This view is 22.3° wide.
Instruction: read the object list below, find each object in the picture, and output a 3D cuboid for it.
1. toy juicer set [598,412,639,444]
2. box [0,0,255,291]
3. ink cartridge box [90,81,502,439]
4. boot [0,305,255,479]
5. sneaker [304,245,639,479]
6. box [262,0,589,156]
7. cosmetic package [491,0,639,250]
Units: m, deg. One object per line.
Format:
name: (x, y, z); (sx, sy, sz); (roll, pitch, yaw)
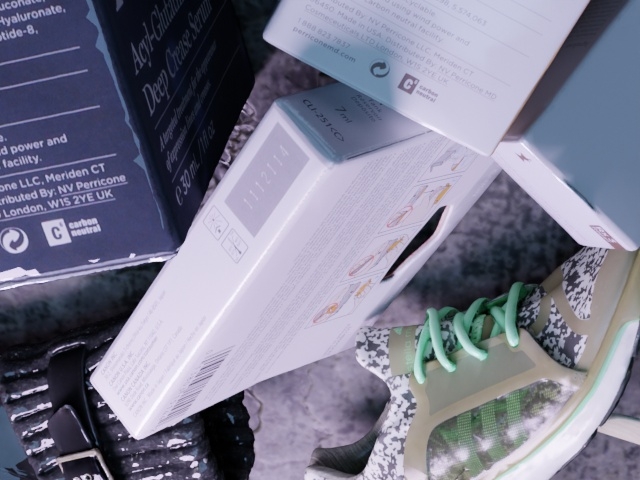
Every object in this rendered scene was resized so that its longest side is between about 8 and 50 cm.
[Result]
toy juicer set: (0.393, 0.091, 1.252); (0.329, 0.089, 0.209); (-34, 128, 23)
box: (-0.213, -0.207, 1.065); (0.212, 0.293, 0.395); (-11, 115, 13)
ink cartridge box: (0.000, 0.000, 1.169); (0.066, 0.261, 0.296); (50, 128, 17)
boot: (-0.168, 0.223, 1.367); (0.260, 0.131, 0.348); (-13, 114, 14)
sneaker: (0.117, 0.105, 1.259); (0.182, 0.158, 0.410); (31, 114, -2)
box: (0.125, -0.265, 1.030); (0.168, 0.215, 0.345); (28, 118, -6)
cosmetic package: (0.223, -0.117, 1.096); (0.117, 0.085, 0.231); (43, 80, -16)
